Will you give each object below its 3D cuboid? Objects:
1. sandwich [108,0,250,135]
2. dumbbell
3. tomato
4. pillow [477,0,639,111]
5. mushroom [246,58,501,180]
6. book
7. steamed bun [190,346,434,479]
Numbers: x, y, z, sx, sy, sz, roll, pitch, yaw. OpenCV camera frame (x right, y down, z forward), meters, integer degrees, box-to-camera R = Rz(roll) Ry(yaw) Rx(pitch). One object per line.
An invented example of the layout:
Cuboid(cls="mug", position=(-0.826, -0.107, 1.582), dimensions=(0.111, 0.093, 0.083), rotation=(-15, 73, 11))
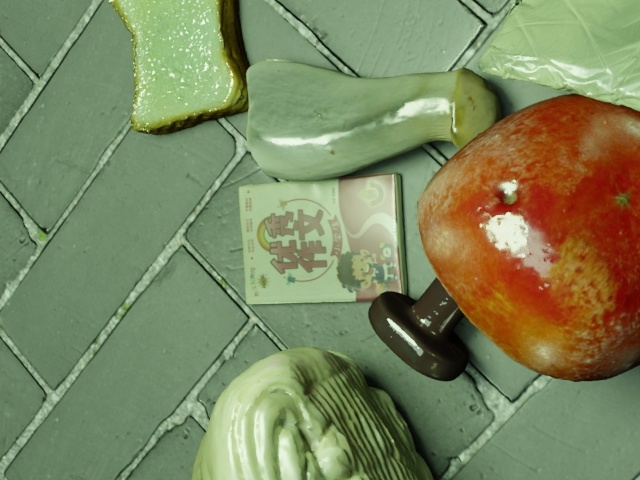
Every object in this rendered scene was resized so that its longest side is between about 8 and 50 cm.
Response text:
Cuboid(cls="sandwich", position=(-0.190, -0.262, 1.514), dimensions=(0.186, 0.065, 0.215), rotation=(-10, 87, 26))
Cuboid(cls="dumbbell", position=(0.169, 0.047, 1.311), dimensions=(0.140, 0.124, 0.225), rotation=(42, 108, 20))
Cuboid(cls="tomato", position=(0.285, -0.025, 1.156), dimensions=(0.338, 0.144, 0.338), rotation=(2, 71, -5))
Cuboid(cls="pillow", position=(0.347, -0.250, 1.192), dimensions=(0.274, 0.076, 0.281), rotation=(18, 64, 25))
Cuboid(cls="mushroom", position=(0.056, -0.158, 1.365), dimensions=(0.328, 0.122, 0.159), rotation=(-3, 99, 26))
Cuboid(cls="book", position=(0.000, 0.000, 1.450), dimensions=(0.232, 0.022, 0.162), rotation=(-3, 90, 25))
Cuboid(cls="steamed bun", position=(-0.015, 0.308, 1.281), dimensions=(0.247, 0.352, 0.339), rotation=(-33, 80, 14))
